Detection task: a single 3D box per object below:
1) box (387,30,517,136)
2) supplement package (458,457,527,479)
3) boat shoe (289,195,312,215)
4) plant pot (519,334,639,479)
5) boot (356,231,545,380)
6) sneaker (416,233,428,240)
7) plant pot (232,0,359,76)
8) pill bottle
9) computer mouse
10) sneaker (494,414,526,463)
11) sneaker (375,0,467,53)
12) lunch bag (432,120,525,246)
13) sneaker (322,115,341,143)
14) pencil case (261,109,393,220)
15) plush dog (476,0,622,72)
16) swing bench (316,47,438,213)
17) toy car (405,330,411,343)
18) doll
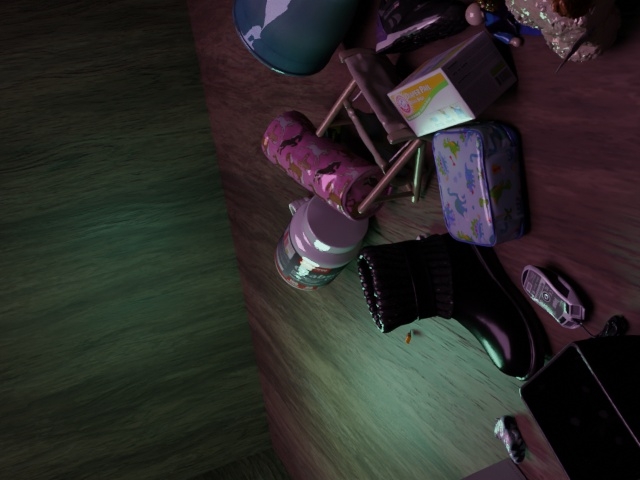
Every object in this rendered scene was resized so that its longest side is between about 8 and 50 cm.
[{"bbox_3d":[0.226,-0.270,1.169,0.103,0.114,0.203,51,165,-12],"label":"box"},{"bbox_3d":[0.330,0.628,1.367,0.199,0.262,0.198,-127,29,-46],"label":"supplement package"},{"bbox_3d":[-0.041,-0.001,2.165,0.098,0.096,0.277,160,95,-70],"label":"boat shoe"},{"bbox_3d":[0.433,0.238,0.943,0.188,0.167,0.187,104,145,-56],"label":"plant pot"},{"bbox_3d":[0.237,0.138,1.259,0.131,0.260,0.348,105,145,-55],"label":"boot"},{"bbox_3d":[0.249,0.039,1.467,0.152,0.053,0.061,-130,34,-51],"label":"sneaker"},{"bbox_3d":[-0.027,-0.558,1.508,0.255,0.271,0.272,-33,73,54],"label":"plant pot"},{"bbox_3d":[0.000,0.000,1.883,0.363,0.210,0.210,125,127,-66],"label":"pill bottle"},{"bbox_3d":[0.413,0.105,1.093,0.193,0.042,0.106,52,155,36],"label":"computer mouse"},{"bbox_3d":[0.393,0.418,1.385,0.069,0.038,0.098,123,138,-67],"label":"sneaker"},{"bbox_3d":[0.175,-0.438,1.252,0.283,0.107,0.124,-166,69,-68],"label":"sneaker"},{"bbox_3d":[0.286,-0.106,1.206,0.176,0.090,0.219,-165,62,-67],"label":"lunch bag"},{"bbox_3d":[0.021,-0.286,1.856,0.059,0.053,0.144,58,146,38],"label":"sneaker"},{"bbox_3d":[0.013,-0.195,1.684,0.386,0.167,0.160,41,172,41],"label":"pencil case"},{"bbox_3d":[0.269,-0.355,0.823,0.225,0.210,0.262,42,145,26],"label":"plush dog"},{"bbox_3d":[0.133,-0.240,1.423,0.255,0.165,0.253,112,140,-53],"label":"swing bench"},{"bbox_3d":[0.209,0.203,1.701,0.040,0.060,0.122,-72,-15,-65],"label":"toy car"},{"bbox_3d":[0.295,-0.360,1.030,0.189,0.046,0.129,31,154,59],"label":"doll"}]
